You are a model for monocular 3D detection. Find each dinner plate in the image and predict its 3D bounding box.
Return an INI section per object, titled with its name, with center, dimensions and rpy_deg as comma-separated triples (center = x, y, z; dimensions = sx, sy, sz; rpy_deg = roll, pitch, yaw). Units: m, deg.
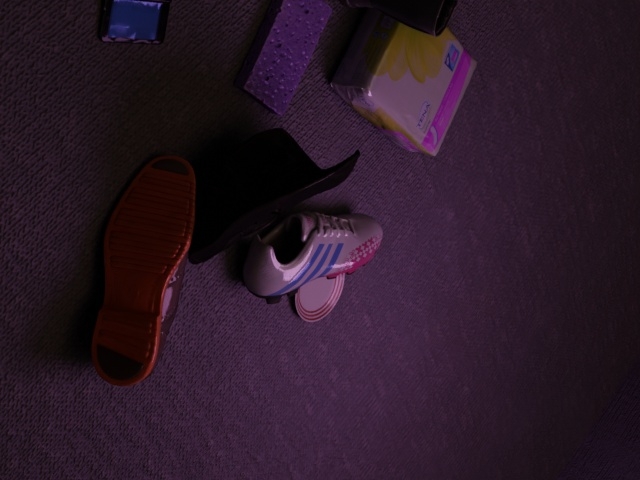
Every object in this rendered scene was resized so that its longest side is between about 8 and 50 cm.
[dinner plate]
center = -0.004, 0.088, 2.130
dimensions = 0.141, 0.017, 0.141
rpy_deg = -23, 123, -41

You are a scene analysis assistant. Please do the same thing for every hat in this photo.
[hat]
center = -0.100, -0.096, 1.805
dimensions = 0.331, 0.331, 0.134
rpy_deg = -29, 86, -39

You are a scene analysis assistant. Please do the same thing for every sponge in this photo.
[sponge]
center = -0.061, -0.327, 1.865
dimensions = 0.117, 0.031, 0.210
rpy_deg = 29, 84, -51

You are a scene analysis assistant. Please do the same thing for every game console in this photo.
[game console]
center = -0.250, -0.337, 1.608
dimensions = 0.122, 0.107, 0.071
rpy_deg = -9, 84, -48

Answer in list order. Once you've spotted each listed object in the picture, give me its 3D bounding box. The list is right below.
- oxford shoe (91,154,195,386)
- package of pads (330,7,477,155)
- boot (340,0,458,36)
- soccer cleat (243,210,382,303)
[oxford shoe]
center = -0.273, 0.046, 1.742
dimensions = 0.133, 0.130, 0.364
rpy_deg = 55, 51, -83
[package of pads]
center = 0.160, -0.311, 2.079
dimensions = 0.296, 0.101, 0.229
rpy_deg = 35, 78, -50
[boot]
center = 0.148, -0.461, 1.909
dimensions = 0.076, 0.208, 0.190
rpy_deg = 11, 98, -52
[soccer cleat]
center = 0.000, 0.000, 2.006
dimensions = 0.331, 0.116, 0.143
rpy_deg = -27, 137, -39
